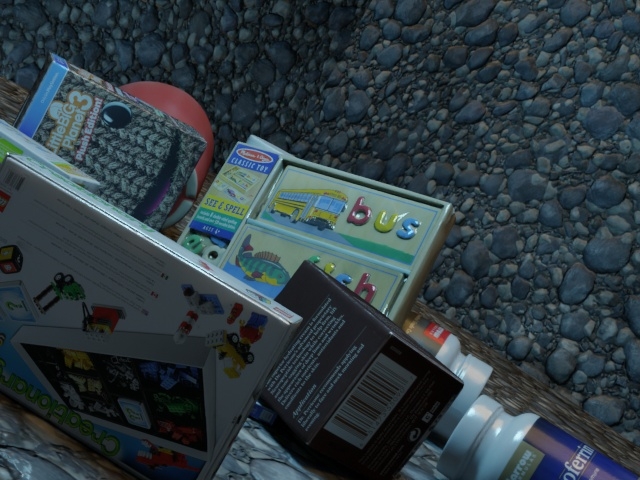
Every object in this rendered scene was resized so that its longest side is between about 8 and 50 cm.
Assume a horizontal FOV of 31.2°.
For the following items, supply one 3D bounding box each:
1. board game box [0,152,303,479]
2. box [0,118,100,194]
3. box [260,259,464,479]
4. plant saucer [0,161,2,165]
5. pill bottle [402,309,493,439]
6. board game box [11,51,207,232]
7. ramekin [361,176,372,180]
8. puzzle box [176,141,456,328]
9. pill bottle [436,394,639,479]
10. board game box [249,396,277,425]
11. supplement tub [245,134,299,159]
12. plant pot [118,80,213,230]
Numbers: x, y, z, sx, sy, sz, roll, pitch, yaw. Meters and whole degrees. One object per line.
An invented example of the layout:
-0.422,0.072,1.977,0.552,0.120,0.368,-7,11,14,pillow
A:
-0.194,0.078,1.036,0.305,0.193,0.053,31,6,8,board game box
-0.452,-0.093,1.709,0.203,0.114,0.103,31,4,16,box
0.031,0.163,1.425,0.167,0.168,0.203,36,3,-41,box
-0.465,-0.118,1.316,0.198,0.036,0.198,29,3,-2,plant saucer
0.124,0.191,1.846,0.283,0.161,0.161,30,5,10,pill bottle
-0.380,-0.145,1.951,0.291,0.232,0.141,27,6,-20,board game box
0.000,0.000,2.331,0.148,0.303,0.303,24,0,42,ramekin
-0.020,0.005,1.830,0.408,0.272,0.052,17,-26,25,puzzle box
0.299,0.328,1.539,0.264,0.153,0.153,30,5,18,pill bottle
-0.101,0.189,1.418,0.090,0.020,0.090,28,5,-14,board game box
-0.118,-0.032,2.064,0.191,0.272,0.191,29,5,-3,supplement tub
-0.334,-0.146,2.185,0.275,0.275,0.243,28,15,-17,plant pot
